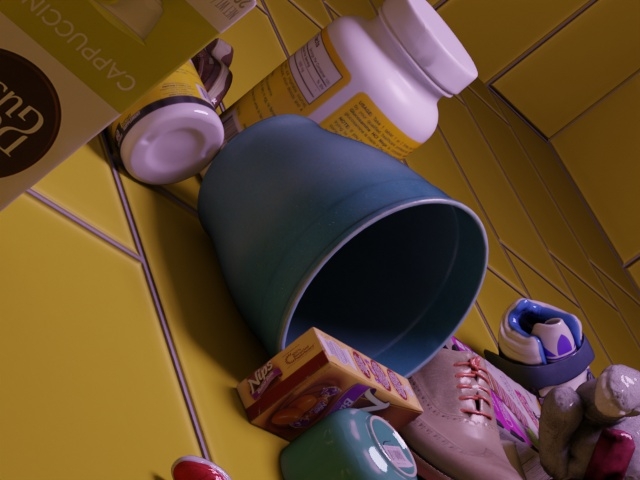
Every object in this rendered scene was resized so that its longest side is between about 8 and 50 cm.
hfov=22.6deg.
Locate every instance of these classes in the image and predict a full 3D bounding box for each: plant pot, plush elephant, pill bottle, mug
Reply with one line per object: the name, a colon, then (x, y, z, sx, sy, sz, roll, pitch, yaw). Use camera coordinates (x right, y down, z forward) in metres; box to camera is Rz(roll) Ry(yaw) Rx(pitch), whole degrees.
plant pot: (0.000, 0.000, 1.771, 0.255, 0.271, 0.272, 45, 9, 38)
plush elephant: (0.328, 0.319, 1.970, 0.272, 0.255, 0.330, 36, -19, -22)
pill bottle: (-0.197, -0.174, 1.811, 0.119, 0.119, 0.208, 31, 25, -50)
mug: (0.037, 0.228, 1.626, 0.129, 0.097, 0.157, 45, 18, -22)
pill bottle: (0.021, -0.154, 1.971, 0.188, 0.334, 0.188, 47, 17, -19)

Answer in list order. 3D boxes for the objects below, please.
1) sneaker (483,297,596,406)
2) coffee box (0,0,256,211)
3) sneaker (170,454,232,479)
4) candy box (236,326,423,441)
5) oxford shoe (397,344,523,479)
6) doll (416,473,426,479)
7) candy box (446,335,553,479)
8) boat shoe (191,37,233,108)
sneaker: (0.361, 0.225, 2.320, 0.323, 0.130, 0.236, 55, -12, 41)
coffee box: (-0.297, -0.292, 1.405, 0.337, 0.334, 0.338, 43, 21, -32)
sneaker: (-0.085, 0.239, 1.371, 0.118, 0.042, 0.067, 49, 13, -17)
candy box: (0.013, 0.166, 1.673, 0.187, 0.109, 0.053, 31, 26, -50)
oxford shoe: (0.144, 0.189, 1.807, 0.123, 0.130, 0.348, 27, 12, -36)
doll: (0.098, 0.272, 1.790, 0.129, 0.046, 0.189, 45, 12, 15)
candy box: (0.239, 0.245, 2.186, 0.233, 0.071, 0.159, 37, 21, -43)
boat shoe: (-0.173, -0.211, 2.038, 0.095, 0.095, 0.257, 33, 15, -13)
